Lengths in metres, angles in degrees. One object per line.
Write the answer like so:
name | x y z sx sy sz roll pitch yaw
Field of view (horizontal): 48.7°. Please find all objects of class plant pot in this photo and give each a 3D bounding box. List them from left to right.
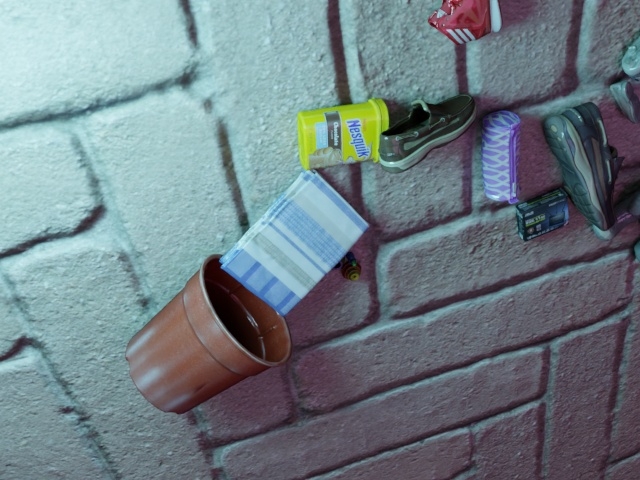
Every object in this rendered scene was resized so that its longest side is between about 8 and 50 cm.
plant pot | -0.247 0.213 1.488 0.265 0.272 0.272 -36 128 18

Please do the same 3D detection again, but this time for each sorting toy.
sorting toy | 0.058 0.060 1.612 0.102 0.042 0.061 27 111 -32

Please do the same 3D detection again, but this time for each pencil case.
pencil case | 0.396 -0.178 1.539 0.086 0.088 0.206 -20 127 -8

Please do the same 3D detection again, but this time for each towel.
towel | -0.051 0.004 1.496 0.285 0.034 0.209 -47 118 2

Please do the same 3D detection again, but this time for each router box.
router box | 0.534 -0.061 1.700 0.122 0.038 0.092 -22 127 -4

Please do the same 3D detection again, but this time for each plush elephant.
plush elephant | 0.898 -0.032 1.713 0.271 0.255 0.330 32 108 -34

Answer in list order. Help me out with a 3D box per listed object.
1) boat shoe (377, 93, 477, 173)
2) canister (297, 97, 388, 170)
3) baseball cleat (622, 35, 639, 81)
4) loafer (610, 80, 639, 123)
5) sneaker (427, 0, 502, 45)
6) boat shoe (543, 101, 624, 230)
boat shoe | 0.215 -0.234 1.391 0.257 0.095 0.095 -40 129 -27
canister | 0.043 -0.207 1.402 0.169 0.073 0.126 -10 126 -11
baseball cleat | 0.730 -0.434 1.505 0.109 0.072 0.206 18 121 -44
loafer | 0.687 -0.311 1.588 0.125 0.039 0.045 45 68 -40
sneaker | 0.255 -0.455 1.298 0.128 0.087 0.221 -28 127 -1
boat shoe | 0.628 -0.162 1.607 0.130 0.132 0.355 -33 129 5
